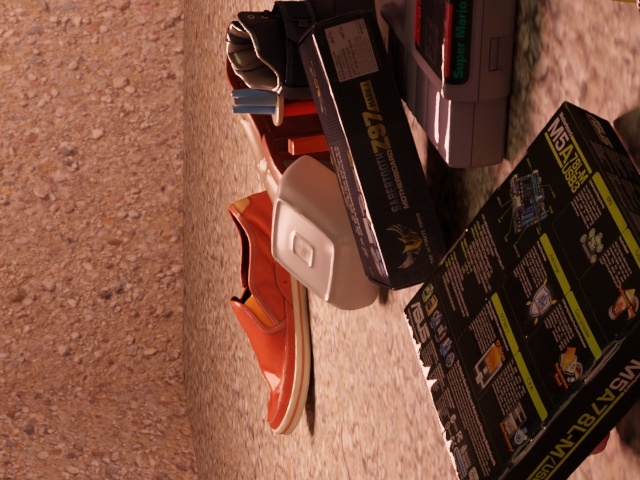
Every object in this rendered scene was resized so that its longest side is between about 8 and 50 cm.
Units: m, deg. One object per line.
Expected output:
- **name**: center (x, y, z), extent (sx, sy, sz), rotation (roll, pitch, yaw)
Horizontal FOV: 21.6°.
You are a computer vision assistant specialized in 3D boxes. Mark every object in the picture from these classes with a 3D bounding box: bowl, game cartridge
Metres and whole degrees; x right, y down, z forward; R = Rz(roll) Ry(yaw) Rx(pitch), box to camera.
- **bowl**: center (0.000, 0.000, 1.736), extent (0.142, 0.053, 0.142), rotation (41, 144, 28)
- **game cartridge**: center (0.097, -0.256, 1.279), extent (0.230, 0.068, 0.355), rotation (-105, 15, -66)

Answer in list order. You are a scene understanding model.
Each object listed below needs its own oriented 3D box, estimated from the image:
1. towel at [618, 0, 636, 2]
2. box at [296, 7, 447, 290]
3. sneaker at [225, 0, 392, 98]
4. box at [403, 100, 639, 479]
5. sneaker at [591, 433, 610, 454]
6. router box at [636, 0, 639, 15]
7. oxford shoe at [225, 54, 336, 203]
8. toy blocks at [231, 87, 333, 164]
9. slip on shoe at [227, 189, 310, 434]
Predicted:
- **towel**: center (0.135, -0.204, 1.052), extent (0.237, 0.021, 0.102), rotation (-154, 49, -66)
- **box**: center (0.043, -0.077, 1.459), extent (0.183, 0.059, 0.233), rotation (-150, 44, -85)
- **sneaker**: center (-0.013, -0.232, 1.616), extent (0.086, 0.163, 0.226), rotation (99, 166, -57)
- **box**: center (0.131, 0.042, 0.991), extent (0.184, 0.045, 0.191), rotation (-52, 30, 24)
- **sneaker**: center (0.167, 0.089, 1.037), extent (0.070, 0.051, 0.134), rotation (48, 134, 11)
- **router box**: center (0.198, -0.092, 0.776), extent (0.133, 0.046, 0.179), rotation (107, 158, -62)
- **oxford shoe**: center (-0.042, -0.122, 1.935), extent (0.348, 0.123, 0.130), rotation (-104, 12, -48)
- **toy blocks**: center (-0.010, -0.119, 1.671), extent (0.123, 0.148, 0.054), rotation (-103, 13, -46)
- **slip on shoe**: center (-0.071, 0.095, 2.239), extent (0.123, 0.101, 0.331), rotation (-159, 65, -77)
